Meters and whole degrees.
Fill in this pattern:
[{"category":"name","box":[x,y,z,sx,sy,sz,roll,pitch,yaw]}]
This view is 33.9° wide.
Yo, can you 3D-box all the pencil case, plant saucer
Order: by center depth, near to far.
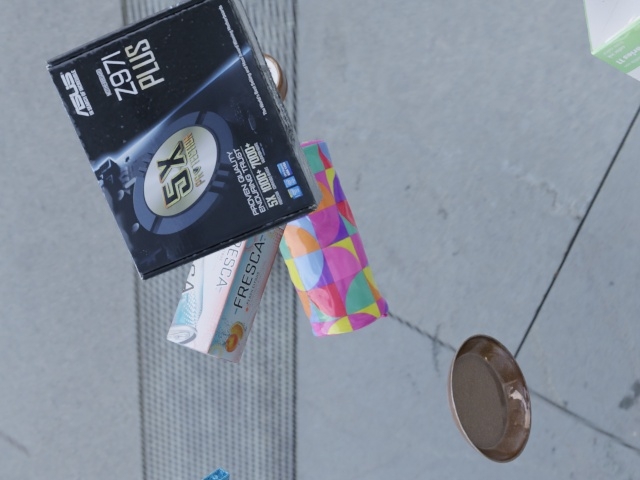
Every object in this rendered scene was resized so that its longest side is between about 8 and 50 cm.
[{"category":"pencil case","box":[0.000,0.000,1.231,0.104,0.104,0.236,-17,97,28]},{"category":"plant saucer","box":[0.252,0.244,1.612,0.036,0.198,0.198,-23,94,41]}]

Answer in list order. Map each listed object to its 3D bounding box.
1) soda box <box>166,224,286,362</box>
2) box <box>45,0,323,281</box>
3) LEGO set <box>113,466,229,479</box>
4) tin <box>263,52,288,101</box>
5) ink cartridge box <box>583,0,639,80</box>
[{"category":"soda box","box":[-0.095,0.031,1.106,0.063,0.058,0.183,13,81,36]},{"category":"box","box":[-0.100,-0.082,0.805,0.147,0.077,0.180,-21,97,7]},{"category":"LEGO set","box":[-0.035,0.230,0.666,0.227,0.087,0.093,25,121,29]},{"category":"tin","box":[-0.126,-0.199,1.569,0.106,0.040,0.189,30,79,16]},{"category":"ink cartridge box","box":[0.541,-0.302,1.508,0.353,0.207,0.119,21,144,-28]}]
